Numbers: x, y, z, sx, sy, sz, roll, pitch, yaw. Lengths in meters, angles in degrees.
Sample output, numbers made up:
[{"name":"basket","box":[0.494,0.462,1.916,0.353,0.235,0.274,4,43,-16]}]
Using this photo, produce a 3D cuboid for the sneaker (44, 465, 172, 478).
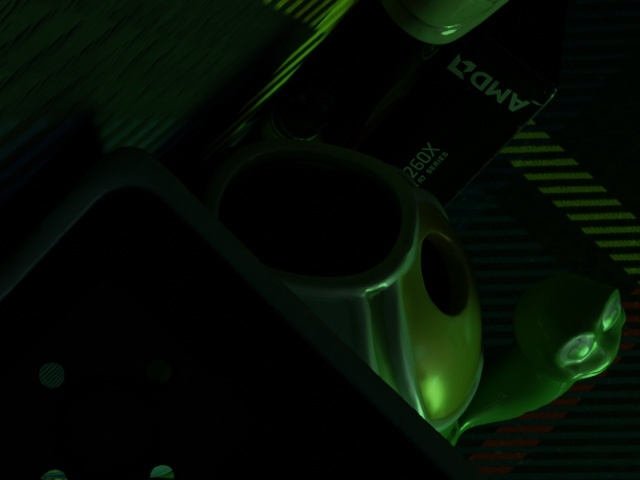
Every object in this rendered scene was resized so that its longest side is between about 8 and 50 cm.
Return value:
[{"name":"sneaker","box":[-0.163,0.132,1.003,0.073,0.162,0.063,58,40,-63]}]

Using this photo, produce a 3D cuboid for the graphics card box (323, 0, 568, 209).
[{"name":"graphics card box","box":[0.055,-0.086,1.285,0.371,0.094,0.233,-46,-163,37]}]

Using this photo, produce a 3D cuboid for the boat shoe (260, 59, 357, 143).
[{"name":"boat shoe","box":[-0.007,-0.102,1.196,0.040,0.049,0.142,-54,-178,28]}]

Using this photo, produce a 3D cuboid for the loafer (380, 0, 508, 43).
[{"name":"loafer","box":[0.154,-0.234,1.069,0.268,0.102,0.092,-45,-176,-22]}]

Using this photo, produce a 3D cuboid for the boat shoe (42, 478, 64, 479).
[{"name":"boat shoe","box":[-0.343,0.277,1.673,0.178,0.064,0.060,-48,148,15]}]

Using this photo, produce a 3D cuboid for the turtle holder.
[{"name":"turtle holder","box":[0.012,0.064,1.052,0.243,0.320,0.227,-48,160,-33]}]

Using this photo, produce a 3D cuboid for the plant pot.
[{"name":"plant pot","box":[-0.103,0.118,0.819,0.248,0.247,0.252,-46,-170,-4]}]
